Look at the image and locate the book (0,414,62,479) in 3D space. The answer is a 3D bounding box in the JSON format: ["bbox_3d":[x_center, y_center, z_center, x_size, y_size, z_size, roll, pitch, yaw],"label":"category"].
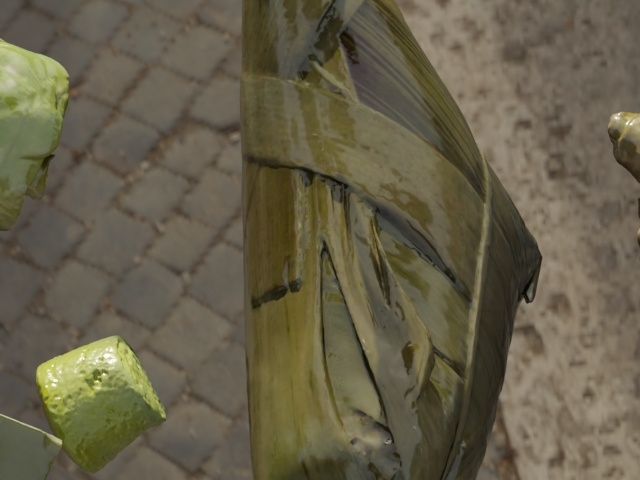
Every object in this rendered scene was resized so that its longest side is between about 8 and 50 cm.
[{"bbox_3d":[-0.364,0.251,1.686,0.192,0.168,0.013,-64,24,1],"label":"book"}]

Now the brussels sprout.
[{"bbox_3d":[-0.268,-0.084,1.296,0.149,0.122,0.151,-64,31,14],"label":"brussels sprout"}]

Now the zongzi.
[{"bbox_3d":[-0.019,0.006,1.322,0.218,0.467,0.500,-21,28,27],"label":"zongzi"}]

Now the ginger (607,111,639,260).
[{"bbox_3d":[0.342,0.005,1.163,0.333,0.080,0.166,21,109,8],"label":"ginger"}]

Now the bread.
[{"bbox_3d":[-0.237,0.169,1.814,0.114,0.111,0.129,-30,76,-1],"label":"bread"}]
